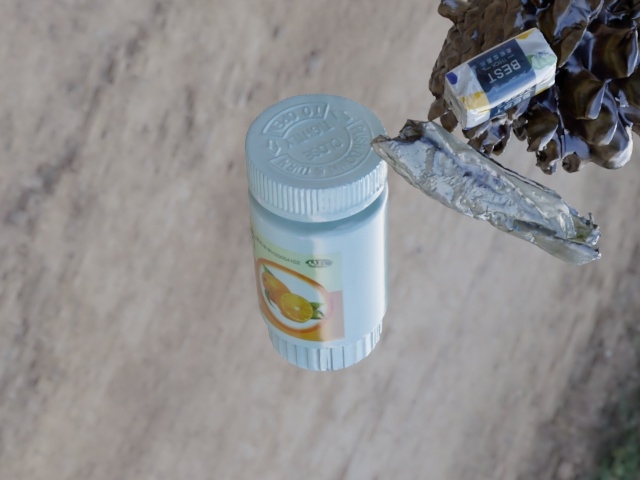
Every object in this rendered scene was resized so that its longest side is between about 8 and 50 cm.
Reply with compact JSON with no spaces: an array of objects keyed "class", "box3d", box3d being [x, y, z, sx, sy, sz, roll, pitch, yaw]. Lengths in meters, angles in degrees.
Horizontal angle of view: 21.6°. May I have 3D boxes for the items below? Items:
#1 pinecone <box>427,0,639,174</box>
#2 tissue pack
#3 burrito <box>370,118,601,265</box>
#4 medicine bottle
[{"class":"pinecone","box3d":[0.237,-0.186,1.692,0.243,0.257,0.243,180,-90,-78]},{"class":"tissue pack","box3d":[0.140,-0.126,1.305,0.083,0.042,0.062,-28,165,-3]},{"class":"burrito","box3d":[0.152,-0.046,1.513,0.063,0.229,0.058,-64,-175,-7]},{"class":"medicine bottle","box3d":[0.000,0.000,1.905,0.158,0.158,0.318,-49,151,-34]}]
